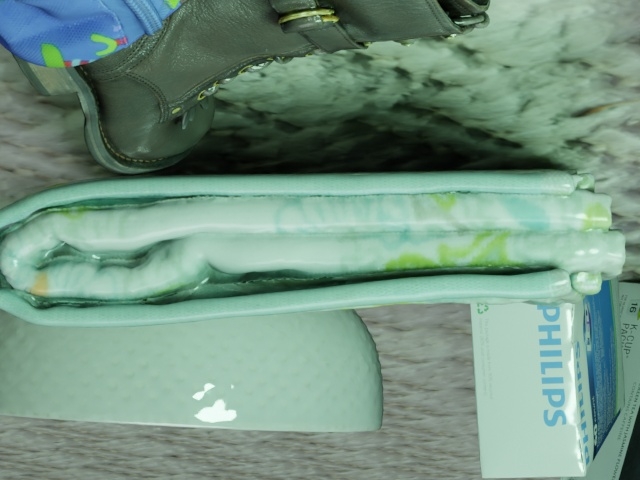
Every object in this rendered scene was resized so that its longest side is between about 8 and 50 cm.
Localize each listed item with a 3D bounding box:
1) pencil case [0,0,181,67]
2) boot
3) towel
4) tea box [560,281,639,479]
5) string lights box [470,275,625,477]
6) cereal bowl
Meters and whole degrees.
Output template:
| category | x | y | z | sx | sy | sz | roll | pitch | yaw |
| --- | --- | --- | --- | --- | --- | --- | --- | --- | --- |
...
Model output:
| category | x | y | z | sx | sy | sz | roll | pitch | yaw |
| --- | --- | --- | --- | --- | --- | --- | --- | --- | --- |
| pencil case | -0.142 | -0.162 | 0.749 | 0.119 | 0.133 | 0.306 | -36 | 158 | 7 |
| boot | -0.024 | -0.107 | 1.025 | 0.229 | 0.091 | 0.263 | -7 | 167 | 13 |
| towel | 0.000 | 0.000 | 1.251 | 0.374 | 0.090 | 0.320 | 0 | -178 | 7 |
| tea box | 0.434 | 0.192 | 1.616 | 0.329 | 0.220 | 0.323 | 23 | 170 | -30 |
| string lights box | 0.175 | 0.085 | 1.465 | 0.076 | 0.133 | 0.259 | -3 | -175 | 15 |
| cereal bowl | -0.117 | 0.073 | 1.536 | 0.339 | 0.141 | 0.339 | 3 | 175 | 0 |
